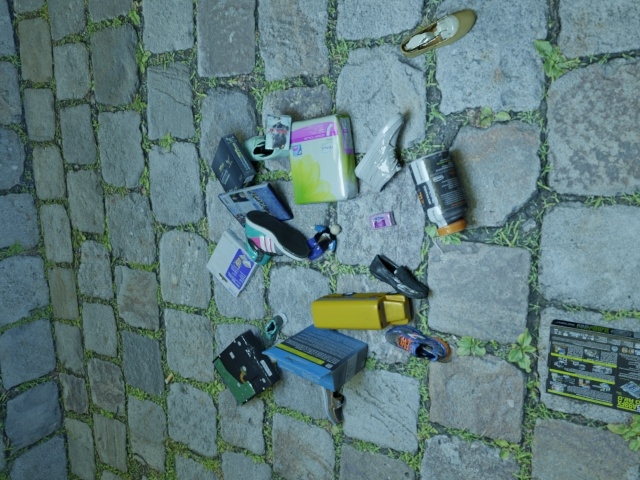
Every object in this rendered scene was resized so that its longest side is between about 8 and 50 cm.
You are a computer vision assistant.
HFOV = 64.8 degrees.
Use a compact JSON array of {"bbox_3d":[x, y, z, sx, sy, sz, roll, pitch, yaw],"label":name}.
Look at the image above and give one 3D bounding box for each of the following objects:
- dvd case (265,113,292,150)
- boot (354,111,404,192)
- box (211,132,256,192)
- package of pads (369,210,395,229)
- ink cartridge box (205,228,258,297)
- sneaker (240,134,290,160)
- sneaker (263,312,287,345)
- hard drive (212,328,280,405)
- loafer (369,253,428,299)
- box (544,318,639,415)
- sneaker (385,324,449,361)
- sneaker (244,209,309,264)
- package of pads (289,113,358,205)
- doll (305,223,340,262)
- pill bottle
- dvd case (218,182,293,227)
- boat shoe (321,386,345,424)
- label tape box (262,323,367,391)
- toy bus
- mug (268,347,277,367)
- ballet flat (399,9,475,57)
[{"bbox_3d":[-0.146,-0.375,1.750,0.087,0.013,0.120,6,93,9],"label":"dvd case"},{"bbox_3d":[0.224,-0.278,1.634,0.123,0.095,0.258,42,127,12],"label":"boot"},{"bbox_3d":[-0.338,-0.273,1.944,0.183,0.059,0.232,61,150,8],"label":"box"},{"bbox_3d":[0.209,-0.067,1.709,0.083,0.032,0.050,-12,92,33],"label":"package of pads"},{"bbox_3d":[-0.365,0.097,2.097,0.206,0.045,0.208,43,118,18],"label":"ink cartridge box"},{"bbox_3d":[-0.234,-0.343,1.864,0.255,0.151,0.094,1,100,32],"label":"sneaker"},{"bbox_3d":[-0.199,0.362,2.026,0.065,0.076,0.167,36,116,22],"label":"sneaker"},{"bbox_3d":[-0.314,0.535,2.097,0.237,0.064,0.339,55,136,11],"label":"hard drive"},{"bbox_3d":[0.262,0.121,1.686,0.223,0.076,0.078,31,122,28],"label":"loafer"},{"bbox_3d":[0.782,0.351,1.413,0.270,0.060,0.216,6,103,32],"label":"box"},{"bbox_3d":[0.316,0.346,1.690,0.221,0.087,0.083,11,105,30],"label":"sneaker"},{"bbox_3d":[-0.177,0.032,1.904,0.295,0.123,0.178,36,133,23],"label":"sneaker"},{"bbox_3d":[0.009,-0.278,1.755,0.229,0.101,0.297,-2,99,34],"label":"package of pads"},{"bbox_3d":[0.000,0.000,1.847,0.189,0.046,0.129,-38,79,32],"label":"doll"},{"bbox_3d":[0.366,-0.139,1.537,0.130,0.130,0.246,-19,89,34],"label":"pill bottle"},{"bbox_3d":[-0.249,-0.130,1.932,0.253,0.022,0.180,-8,134,33],"label":"dvd case"},{"bbox_3d":[0.054,0.610,1.921,0.066,0.066,0.183,-19,89,32],"label":"boat shoe"},{"bbox_3d":[-0.017,0.421,1.768,0.240,0.333,0.106,16,108,29],"label":"label tape box"},{"bbox_3d":[0.142,0.244,1.754,0.332,0.130,0.108,-5,97,33],"label":"toy bus"},{"bbox_3d":[-0.197,0.483,2.056,0.062,0.064,0.078,-31,83,32],"label":"mug"},{"bbox_3d":[0.341,-0.608,1.495,0.232,0.073,0.080,-21,89,33],"label":"ballet flat"}]
